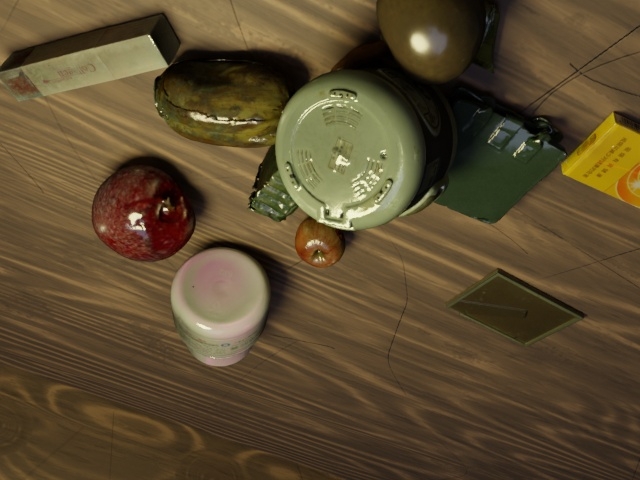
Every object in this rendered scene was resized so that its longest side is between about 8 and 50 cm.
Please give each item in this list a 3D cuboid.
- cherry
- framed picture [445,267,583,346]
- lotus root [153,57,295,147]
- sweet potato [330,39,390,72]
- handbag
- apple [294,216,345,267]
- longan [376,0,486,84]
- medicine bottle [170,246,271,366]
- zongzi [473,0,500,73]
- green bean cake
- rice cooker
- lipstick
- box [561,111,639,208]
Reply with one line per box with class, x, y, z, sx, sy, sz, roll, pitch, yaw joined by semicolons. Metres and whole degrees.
cherry;-0.425;-0.059;1.473;0.300;0.202;0.230;-5;141;42
framed picture;0.511;0.187;1.656;0.290;0.020;0.211;26;139;-17
lotus root;-0.181;-0.262;1.196;0.275;0.160;0.152;10;165;5
sweet potato;0.095;-0.336;1.120;0.179;0.044;0.044;-15;134;24
handbag;0.311;-0.165;1.241;0.248;0.079;0.260;22;139;-13
apple;-0.001;0.002;1.505;0.126;0.102;0.126;4;137;4
longan;0.174;-0.342;0.984;0.189;0.189;0.189;7;141;6
medicine bottle;-0.269;0.193;1.686;0.256;0.256;0.324;14;148;-2
zongzi;0.289;-0.343;1.061;0.113;0.052;0.104;18;137;-27
green bean cake;-0.064;-0.146;1.287;0.094;0.173;0.181;25;138;-18
rice cooker;0.091;-0.168;1.107;0.289;0.277;0.288;8;108;27
lipstick;-0.457;-0.353;1.217;0.372;0.079;0.076;-5;137;22
box;0.632;-0.136;1.217;0.269;0.043;0.152;21;140;-9
